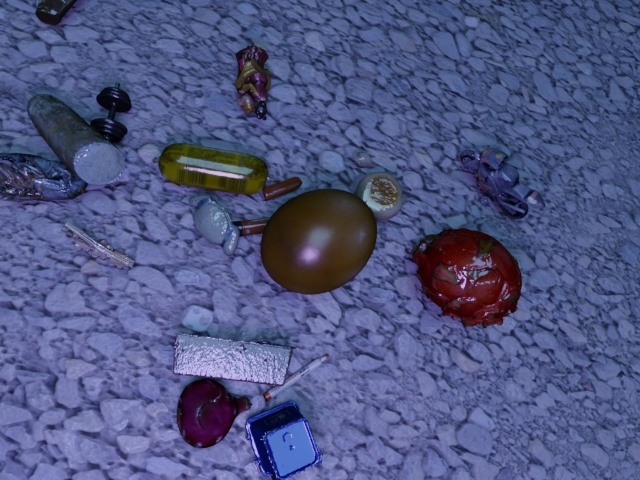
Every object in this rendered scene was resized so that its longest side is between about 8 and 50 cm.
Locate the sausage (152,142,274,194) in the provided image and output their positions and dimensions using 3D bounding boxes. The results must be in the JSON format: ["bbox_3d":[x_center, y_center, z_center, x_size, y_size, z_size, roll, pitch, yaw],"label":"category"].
[{"bbox_3d":[-0.307,-0.207,1.436,0.347,0.123,0.123,9,74,-13],"label":"sausage"}]

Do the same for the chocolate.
[{"bbox_3d":[-0.233,0.323,1.328,0.321,0.112,0.111,9,74,-11],"label":"chocolate"}]

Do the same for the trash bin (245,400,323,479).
[{"bbox_3d":[-0.087,0.521,1.248,0.163,0.234,0.183,-19,81,-18],"label":"trash bin"}]

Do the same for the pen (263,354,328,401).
[{"bbox_3d":[-0.066,0.386,1.399,0.218,0.026,0.026,-30,85,-19],"label":"pen"}]

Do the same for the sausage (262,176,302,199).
[{"bbox_3d":[-0.116,-0.162,1.518,0.131,0.039,0.041,-23,75,-19],"label":"sausage"}]

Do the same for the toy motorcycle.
[{"bbox_3d":[0.597,-0.200,1.636,0.108,0.173,0.307,-42,87,-21],"label":"toy motorcycle"}]

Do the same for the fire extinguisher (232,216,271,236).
[{"bbox_3d":[-0.170,-0.046,1.466,0.177,0.062,0.050,-9,49,-16],"label":"fire extinguisher"}]

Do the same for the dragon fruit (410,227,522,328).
[{"bbox_3d":[0.441,0.104,1.473,0.277,0.277,0.342,-37,91,-19],"label":"dragon fruit"}]

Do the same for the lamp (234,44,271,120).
[{"bbox_3d":[-0.212,-0.479,1.540,0.119,0.118,0.253,-1,80,-14],"label":"lamp"}]

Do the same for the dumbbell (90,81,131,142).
[{"bbox_3d":[-0.599,-0.359,1.414,0.099,0.099,0.208,8,75,-12],"label":"dumbbell"}]

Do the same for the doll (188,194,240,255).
[{"bbox_3d":[-0.305,-0.051,1.414,0.103,0.071,0.214,-44,77,23],"label":"doll"}]

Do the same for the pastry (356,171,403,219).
[{"bbox_3d":[0.186,-0.140,1.562,0.157,0.092,0.156,4,72,-12],"label":"pastry"}]

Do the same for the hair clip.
[{"bbox_3d":[-0.608,0.021,1.345,0.214,0.056,0.062,35,54,-12],"label":"hair clip"}]

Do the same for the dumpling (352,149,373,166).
[{"bbox_3d":[0.139,-0.270,1.610,0.077,0.043,0.059,4,53,-10],"label":"dumpling"}]

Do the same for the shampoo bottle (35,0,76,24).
[{"bbox_3d":[-0.756,-0.811,1.498,0.126,0.084,0.349,21,73,-10],"label":"shampoo bottle"}]

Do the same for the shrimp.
[{"bbox_3d":[-0.807,-0.175,1.274,0.372,0.172,0.137,-3,71,-30],"label":"shrimp"}]

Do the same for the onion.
[{"bbox_3d":[-0.271,0.441,1.276,0.198,0.135,0.173,-10,82,-18],"label":"onion"}]

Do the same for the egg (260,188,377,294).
[{"bbox_3d":[0.000,0.000,1.379,0.351,0.282,0.282,-27,84,-30],"label":"egg"}]

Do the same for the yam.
[{"bbox_3d":[-0.678,-0.287,1.336,0.330,0.133,0.133,42,69,18],"label":"yam"}]
